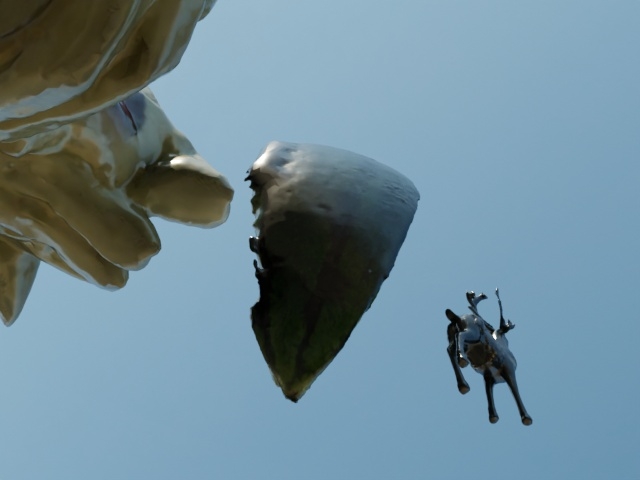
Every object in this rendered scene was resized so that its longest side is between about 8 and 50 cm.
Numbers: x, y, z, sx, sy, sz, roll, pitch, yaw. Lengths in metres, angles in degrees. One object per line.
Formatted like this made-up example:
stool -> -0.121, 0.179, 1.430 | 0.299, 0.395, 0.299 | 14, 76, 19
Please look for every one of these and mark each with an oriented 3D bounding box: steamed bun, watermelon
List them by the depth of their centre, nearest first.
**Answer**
steamed bun -> -0.182, -0.089, 0.659 | 0.428, 0.189, 0.247 | 2, -109, 41
watermelon -> 0.000, 0.000, 0.839 | 0.123, 0.301, 0.129 | 13, -67, -2

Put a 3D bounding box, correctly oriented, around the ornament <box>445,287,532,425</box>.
ornament -> 0.107, 0.065, 0.770 | 0.028, 0.125, 0.073 | -36, -68, 24
